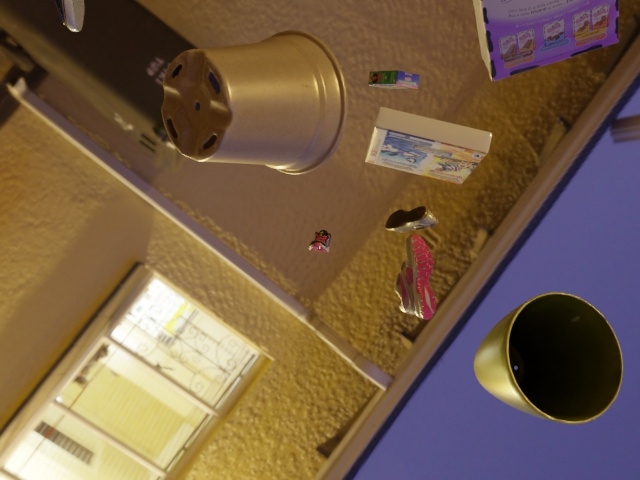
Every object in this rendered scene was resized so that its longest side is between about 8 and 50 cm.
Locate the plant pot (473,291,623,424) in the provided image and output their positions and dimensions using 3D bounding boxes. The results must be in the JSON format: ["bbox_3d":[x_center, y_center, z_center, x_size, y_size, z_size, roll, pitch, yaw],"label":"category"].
[{"bbox_3d":[0.481,0.282,1.388,0.275,0.274,0.293,-56,-178,-21],"label":"plant pot"}]

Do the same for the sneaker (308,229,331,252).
[{"bbox_3d":[0.000,0.000,2.010,0.170,0.063,0.075,16,80,-80],"label":"sneaker"}]

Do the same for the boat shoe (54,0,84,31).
[{"bbox_3d":[-0.454,-0.445,1.000,0.065,0.083,0.184,-101,-173,-71],"label":"boat shoe"}]

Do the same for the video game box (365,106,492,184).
[{"bbox_3d":[0.192,-0.173,1.121,0.187,0.205,0.048,90,13,-80],"label":"video game box"}]

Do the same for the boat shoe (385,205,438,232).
[{"bbox_3d":[0.205,-0.042,1.368,0.153,0.048,0.056,-17,-136,58],"label":"boat shoe"}]

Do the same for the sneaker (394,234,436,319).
[{"bbox_3d":[0.268,0.109,1.784,0.111,0.102,0.253,-6,-96,40],"label":"sneaker"}]

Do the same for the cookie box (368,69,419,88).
[{"bbox_3d":[0.201,-0.442,1.647,0.107,0.091,0.040,14,-78,48],"label":"cookie box"}]

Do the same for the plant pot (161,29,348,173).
[{"bbox_3d":[-0.162,-0.298,1.310,0.305,0.334,0.334,-15,161,-48],"label":"plant pot"}]

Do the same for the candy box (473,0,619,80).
[{"bbox_3d":[0.275,-0.320,0.744,0.164,0.196,0.070,-15,-135,12],"label":"candy box"}]
